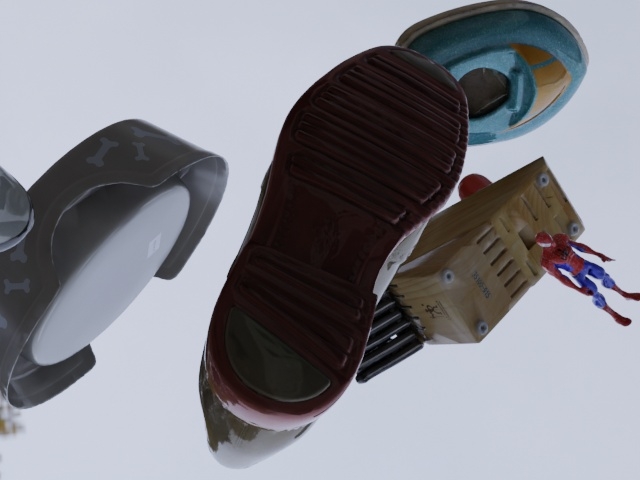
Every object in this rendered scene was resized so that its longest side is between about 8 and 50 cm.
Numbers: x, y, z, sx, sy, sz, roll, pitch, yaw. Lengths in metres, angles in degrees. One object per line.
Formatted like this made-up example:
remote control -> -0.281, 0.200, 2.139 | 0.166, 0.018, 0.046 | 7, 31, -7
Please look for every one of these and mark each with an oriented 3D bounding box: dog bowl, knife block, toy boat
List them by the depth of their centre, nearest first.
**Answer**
knife block -> 0.107, 0.035, 1.402 | 0.275, 0.088, 0.242 | -43, -160, -28
dog bowl -> -0.249, 0.017, 1.457 | 0.102, 0.349, 0.349 | 39, -138, 9
toy boat -> 0.220, -0.142, 1.685 | 0.267, 0.318, 0.148 | -14, -146, -13

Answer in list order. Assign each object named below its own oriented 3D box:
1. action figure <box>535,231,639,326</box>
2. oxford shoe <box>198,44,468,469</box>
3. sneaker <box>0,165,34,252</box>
action figure -> 0.210, 0.026, 1.064 | 0.115, 0.038, 0.030 | 34, 169, -25
oxford shoe -> 0.000, 0.000, 0.921 | 0.123, 0.130, 0.348 | 30, -128, 1
sneaker -> -0.287, -0.056, 1.010 | 0.108, 0.271, 0.100 | -14, -113, 15
